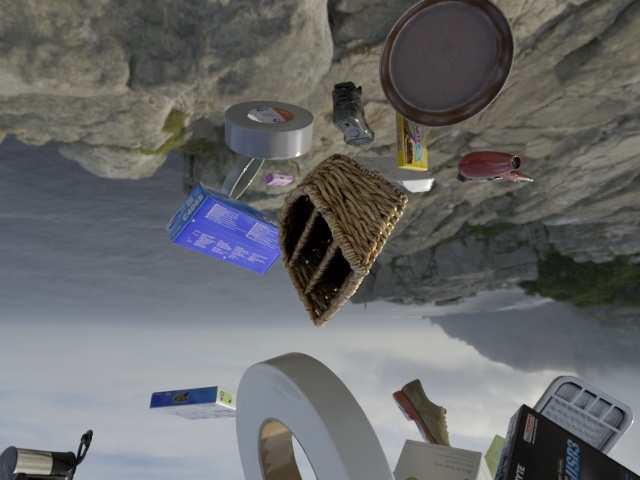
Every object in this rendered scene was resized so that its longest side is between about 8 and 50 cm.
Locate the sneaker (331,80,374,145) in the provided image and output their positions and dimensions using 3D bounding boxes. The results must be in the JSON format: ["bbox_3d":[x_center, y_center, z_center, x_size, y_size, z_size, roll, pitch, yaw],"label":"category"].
[{"bbox_3d":[0.087,-0.330,1.183,0.087,0.130,0.227,-4,169,20],"label":"sneaker"}]

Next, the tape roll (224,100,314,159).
[{"bbox_3d":[-0.127,-0.280,1.128,0.219,0.219,0.072,1,126,-7],"label":"tape roll"}]

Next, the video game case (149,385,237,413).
[{"bbox_3d":[-0.423,0.588,1.626,0.269,0.061,0.244,-11,146,18],"label":"video game case"}]

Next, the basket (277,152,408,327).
[{"bbox_3d":[0.000,0.000,0.921,0.213,0.223,0.299,33,149,1],"label":"basket"}]

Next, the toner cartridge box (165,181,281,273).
[{"bbox_3d":[-0.246,-0.024,1.298,0.165,0.075,0.348,-49,140,12],"label":"toner cartridge box"}]

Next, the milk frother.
[{"bbox_3d":[-0.583,0.465,0.966,0.129,0.143,0.135,2,156,36],"label":"milk frother"}]

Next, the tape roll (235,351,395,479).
[{"bbox_3d":[-0.024,0.378,0.726,0.072,0.392,0.392,-11,176,-34],"label":"tape roll"}]

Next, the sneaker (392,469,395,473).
[{"bbox_3d":[0.299,0.787,1.340,0.268,0.101,0.153,40,168,39],"label":"sneaker"}]

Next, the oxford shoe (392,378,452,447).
[{"bbox_3d":[0.401,0.640,1.552,0.130,0.348,0.123,-34,169,-13],"label":"oxford shoe"}]

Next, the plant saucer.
[{"bbox_3d":[0.294,-0.424,1.073,0.310,0.050,0.310,1,128,2],"label":"plant saucer"}]

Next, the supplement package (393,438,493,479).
[{"bbox_3d":[0.274,0.647,1.043,0.199,0.198,0.262,-7,-151,36],"label":"supplement package"}]

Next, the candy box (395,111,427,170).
[{"bbox_3d":[0.253,-0.301,1.257,0.105,0.206,0.027,0,178,-40],"label":"candy box"}]

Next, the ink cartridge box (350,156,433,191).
[{"bbox_3d":[0.236,-0.224,1.529,0.232,0.066,0.189,-12,-141,-32],"label":"ink cartridge box"}]

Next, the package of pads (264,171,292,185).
[{"bbox_3d":[-0.140,-0.206,1.515,0.083,0.032,0.050,-3,166,-42],"label":"package of pads"}]

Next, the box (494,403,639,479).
[{"bbox_3d":[0.508,0.524,0.911,0.293,0.073,0.295,32,-145,17],"label":"box"}]

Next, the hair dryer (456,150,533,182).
[{"bbox_3d":[0.513,-0.214,1.305,0.223,0.080,0.293,1,-176,13],"label":"hair dryer"}]

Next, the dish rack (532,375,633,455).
[{"bbox_3d":[0.806,0.612,1.478,0.285,0.333,0.072,29,-171,-3],"label":"dish rack"}]

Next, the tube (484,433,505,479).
[{"bbox_3d":[0.440,0.612,1.171,0.070,0.240,0.062,11,-158,-32],"label":"tube"}]

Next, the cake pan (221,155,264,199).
[{"bbox_3d":[-0.329,-0.290,1.932,0.054,0.293,0.293,35,165,-2],"label":"cake pan"}]
